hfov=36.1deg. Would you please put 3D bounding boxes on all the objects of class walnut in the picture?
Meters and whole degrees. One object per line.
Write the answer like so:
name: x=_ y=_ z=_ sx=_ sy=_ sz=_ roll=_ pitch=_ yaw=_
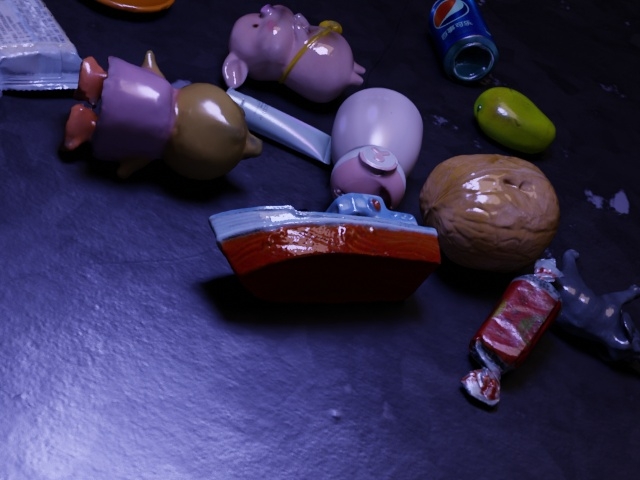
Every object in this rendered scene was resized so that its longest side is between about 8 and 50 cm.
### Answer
walnut: x=0.261 y=-0.041 z=1.520 sx=0.226 sy=0.193 sz=0.193 roll=-4 pitch=46 yaw=-34

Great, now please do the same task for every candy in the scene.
candy: x=0.281 y=0.123 z=1.409 sx=0.086 sy=0.059 sz=0.292 roll=32 pitch=53 yaw=16

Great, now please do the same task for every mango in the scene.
mango: x=0.368 y=-0.228 z=1.869 sx=0.163 sy=0.089 sz=0.117 roll=36 pitch=39 yaw=13

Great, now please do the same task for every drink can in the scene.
drink can: x=0.293 y=-0.422 z=2.037 sx=0.118 sy=0.118 sz=0.205 roll=11 pitch=39 yaw=-17

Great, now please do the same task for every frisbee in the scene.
frisbee: x=-0.361 y=-0.462 z=1.796 sx=0.192 sy=0.035 sz=0.192 roll=15 pitch=38 yaw=-12

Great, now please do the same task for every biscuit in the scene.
biscuit: x=-0.489 y=-0.341 z=1.550 sx=0.186 sy=0.079 sz=0.309 roll=-12 pitch=50 yaw=-40

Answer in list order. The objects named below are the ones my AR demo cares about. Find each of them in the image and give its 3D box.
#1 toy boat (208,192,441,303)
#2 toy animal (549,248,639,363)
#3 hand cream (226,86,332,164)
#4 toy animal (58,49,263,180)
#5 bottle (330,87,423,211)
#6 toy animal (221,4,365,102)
toy boat: x=0.000 y=0.000 z=1.353 sx=0.332 sy=0.145 sz=0.133 roll=3 pitch=53 yaw=-32
toy animal: x=0.447 y=0.124 z=1.509 sx=0.269 sy=0.082 sz=0.137 roll=38 pitch=43 yaw=11
hand cream: x=-0.070 y=-0.188 z=1.624 sx=0.205 sy=0.050 sz=0.078 roll=24 pitch=38 yaw=-7
toy animal: x=-0.221 y=-0.173 z=1.431 sx=0.281 sy=0.169 sz=0.195 roll=16 pitch=81 yaw=-19
bottle: x=0.081 y=-0.123 z=1.548 sx=0.148 sy=0.147 sz=0.236 roll=20 pitch=41 yaw=-6
toy animal: x=-0.040 y=-0.328 z=1.729 sx=0.248 sy=0.149 sz=0.165 roll=14 pitch=25 yaw=-2
